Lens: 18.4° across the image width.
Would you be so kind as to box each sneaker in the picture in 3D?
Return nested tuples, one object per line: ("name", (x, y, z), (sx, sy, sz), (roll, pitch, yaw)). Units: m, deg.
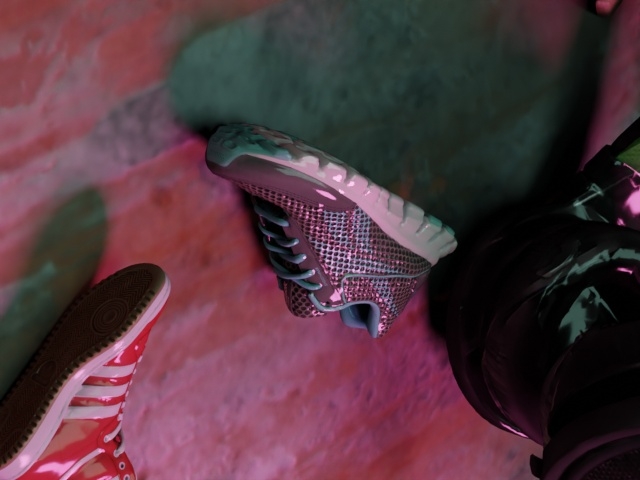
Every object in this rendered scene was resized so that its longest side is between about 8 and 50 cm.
("sneaker", (-0.097, 0.070, 0.892), (0.118, 0.042, 0.067), (-51, 129, -8))
("sneaker", (0.000, 0.000, 0.950), (0.166, 0.065, 0.076), (30, 87, -44))

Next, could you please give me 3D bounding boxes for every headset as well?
("headset", (0.131, 0.065, 0.996), (0.185, 0.243, 0.394), (32, 103, -28))

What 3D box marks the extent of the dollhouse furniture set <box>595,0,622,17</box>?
("dollhouse furniture set", (0.296, -0.147, 1.069), (0.259, 0.262, 0.135), (25, 84, -80))
